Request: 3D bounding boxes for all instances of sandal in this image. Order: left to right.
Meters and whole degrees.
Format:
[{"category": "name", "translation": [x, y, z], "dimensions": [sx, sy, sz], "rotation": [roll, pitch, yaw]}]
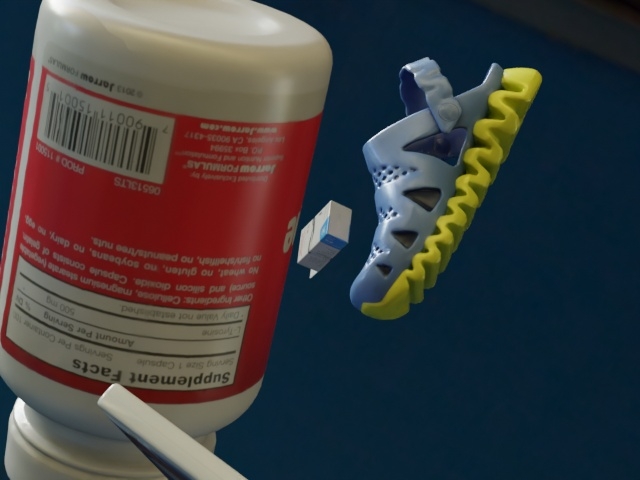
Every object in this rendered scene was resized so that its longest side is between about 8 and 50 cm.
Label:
[{"category": "sandal", "translation": [0.100, -0.063, 1.455], "dimensions": [0.138, 0.126, 0.317], "rotation": [27, -115, 5]}]

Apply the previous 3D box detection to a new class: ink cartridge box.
[{"category": "ink cartridge box", "translation": [0.000, 0.000, 1.581], "dimensions": [0.028, 0.083, 0.048], "rotation": [24, -131, -19]}]

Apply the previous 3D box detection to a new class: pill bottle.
[{"category": "pill bottle", "translation": [-0.139, 0.011, 1.161], "dimensions": [0.229, 0.407, 0.229], "rotation": [12, -161, -4]}]

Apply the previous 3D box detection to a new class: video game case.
[{"category": "video game case", "translation": [-0.044, 0.190, 0.964], "dimensions": [0.201, 0.183, 0.023], "rotation": [30, -108, 36]}]
